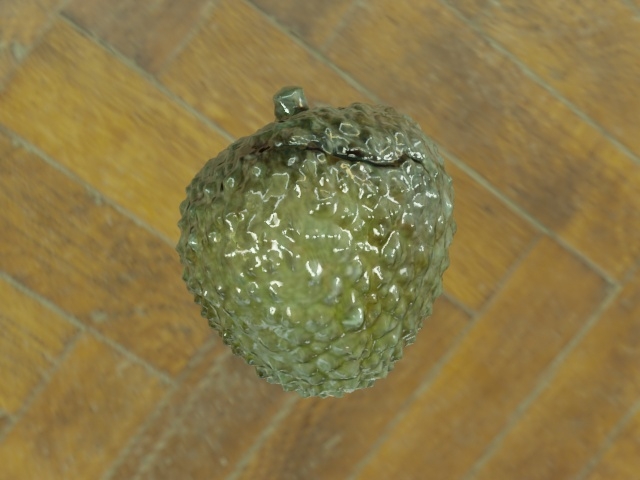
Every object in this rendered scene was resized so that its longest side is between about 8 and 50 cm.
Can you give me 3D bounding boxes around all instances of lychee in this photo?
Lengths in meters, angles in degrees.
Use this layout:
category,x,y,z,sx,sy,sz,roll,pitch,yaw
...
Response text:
category,x,y,z,sx,sy,sz,roll,pitch,yaw
lychee,0.000,0.000,1.649,0.255,0.255,0.274,-13,91,-15
